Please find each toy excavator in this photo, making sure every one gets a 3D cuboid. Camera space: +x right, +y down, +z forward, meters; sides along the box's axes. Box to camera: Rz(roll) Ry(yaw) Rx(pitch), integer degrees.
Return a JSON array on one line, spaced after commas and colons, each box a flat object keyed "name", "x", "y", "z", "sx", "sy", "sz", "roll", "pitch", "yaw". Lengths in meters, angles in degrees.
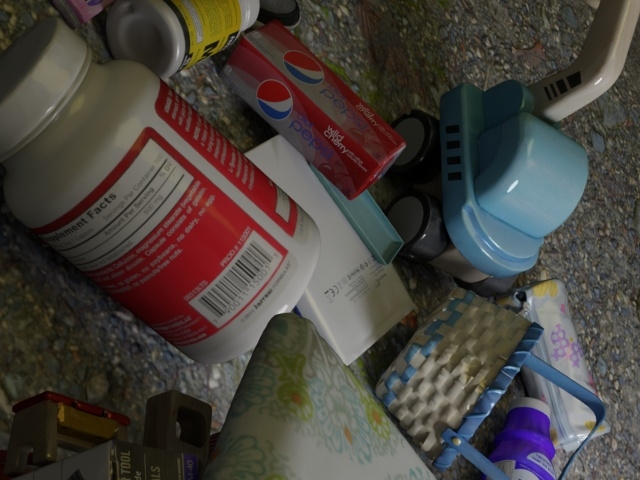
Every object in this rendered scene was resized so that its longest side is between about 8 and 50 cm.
[{"name": "toy excavator", "x": 0.325, "y": -0.175, "z": 2.116, "sx": 0.222, "sy": 0.445, "sz": 0.432, "roll": 27, "pitch": 53, "yaw": -38}]

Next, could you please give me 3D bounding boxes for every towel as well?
[{"name": "towel", "x": 0.030, "y": 0.292, "z": 1.351, "sx": 0.374, "sy": 0.090, "sz": 0.320, "roll": 53, "pitch": 24, "yaw": -18}]

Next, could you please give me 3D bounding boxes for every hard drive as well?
[{"name": "hard drive", "x": 0.000, "y": 0.000, "z": 1.980, "sx": 0.210, "sy": 0.040, "sz": 0.318, "roll": -35, "pitch": 98, "yaw": -51}]

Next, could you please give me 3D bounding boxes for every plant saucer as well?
[{"name": "plant saucer", "x": 0.050, "y": -0.052, "z": 2.017, "sx": 0.192, "sy": 0.018, "sz": 0.067, "roll": 54, "pitch": 40, "yaw": -13}]

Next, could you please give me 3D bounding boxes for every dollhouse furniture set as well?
[{"name": "dollhouse furniture set", "x": -0.191, "y": 0.233, "z": 1.520, "sx": 0.374, "sy": 0.201, "sz": 0.152, "roll": 26, "pitch": 53, "yaw": -37}]

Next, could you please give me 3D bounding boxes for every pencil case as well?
[{"name": "pencil case", "x": 0.367, "y": 0.194, "z": 2.230, "sx": 0.124, "sy": 0.114, "sz": 0.273, "roll": 35, "pitch": 38, "yaw": -82}]

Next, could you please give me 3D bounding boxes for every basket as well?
[{"name": "basket", "x": 0.247, "y": 0.222, "z": 1.992, "sx": 0.289, "sy": 0.201, "sz": 0.255, "roll": 35, "pitch": 39, "yaw": 12}]

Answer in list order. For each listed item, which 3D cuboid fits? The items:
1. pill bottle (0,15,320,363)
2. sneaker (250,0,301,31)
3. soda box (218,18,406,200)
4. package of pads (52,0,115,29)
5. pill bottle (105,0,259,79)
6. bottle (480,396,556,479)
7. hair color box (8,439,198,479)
[{"name": "pill bottle", "x": -0.210, "y": -0.058, "z": 1.624, "sx": 0.408, "sy": 0.229, "sz": 0.229, "roll": 43, "pitch": 44, "yaw": -26}, {"name": "sneaker", "x": -0.094, "y": -0.407, "z": 1.995, "sx": 0.268, "sy": 0.153, "sz": 0.101, "roll": 40, "pitch": 45, "yaw": -28}, {"name": "soda box", "x": -0.011, "y": -0.183, "z": 1.962, "sx": 0.263, "sy": 0.083, "sz": 0.092, "roll": 43, "pitch": 39, "yaw": 7}, {"name": "package of pads", "x": -0.302, "y": -0.309, "z": 1.806, "sx": 0.050, "sy": 0.032, "sz": 0.083, "roll": 56, "pitch": 40, "yaw": -13}, {"name": "pill bottle", "x": -0.177, "y": -0.295, "z": 1.870, "sx": 0.208, "sy": 0.119, "sz": 0.119, "roll": -38, "pitch": 100, "yaw": -50}, {"name": "bottle", "x": 0.292, "y": 0.364, "z": 2.080, "sx": 0.118, "sy": 0.092, "sz": 0.282, "roll": 41, "pitch": 45, "yaw": -26}, {"name": "hair color box", "x": -0.255, "y": 0.316, "z": 1.289, "sx": 0.110, "sy": 0.339, "sz": 0.185, "roll": 18, "pitch": 58, "yaw": -42}]
